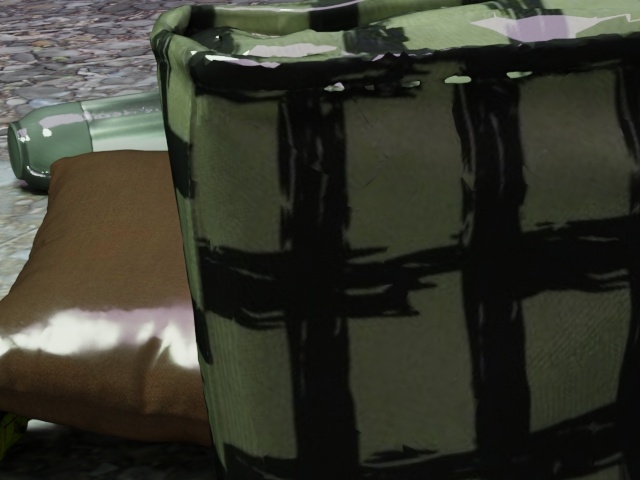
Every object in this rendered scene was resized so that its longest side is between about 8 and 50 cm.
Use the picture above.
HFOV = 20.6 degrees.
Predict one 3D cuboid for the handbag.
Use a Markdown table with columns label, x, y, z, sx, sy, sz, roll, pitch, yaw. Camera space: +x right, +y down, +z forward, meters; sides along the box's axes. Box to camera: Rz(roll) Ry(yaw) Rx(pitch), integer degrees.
| label | x | y | z | sx | sy | sz | roll | pitch | yaw |
| --- | --- | --- | --- | --- | --- | --- | --- | --- | --- |
| handbag | 0.110 | 0.051 | 0.706 | 0.327 | 0.325 | 0.162 | -6 | 19 | -6 |

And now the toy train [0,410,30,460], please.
| label | x | y | z | sx | sy | sz | roll | pitch | yaw |
| --- | --- | --- | --- | --- | --- | --- | --- | --- | --- |
| toy train | -0.205 | 0.097 | 1.112 | 0.085 | 0.053 | 0.250 | 8 | 18 | 9 |

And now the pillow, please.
| label | x | y | z | sx | sy | sz | roll | pitch | yaw |
| --- | --- | --- | --- | --- | --- | --- | --- | --- | --- |
| pillow | -0.056 | 0.034 | 1.113 | 0.305 | 0.108 | 0.308 | 6 | 28 | 4 |

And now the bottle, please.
| label | x | y | z | sx | sy | sz | roll | pitch | yaw |
| --- | --- | --- | --- | --- | --- | --- | --- | --- | --- |
| bottle | -0.175 | -0.100 | 1.719 | 0.253 | 0.079 | 0.096 | -9 | 56 | -21 |
